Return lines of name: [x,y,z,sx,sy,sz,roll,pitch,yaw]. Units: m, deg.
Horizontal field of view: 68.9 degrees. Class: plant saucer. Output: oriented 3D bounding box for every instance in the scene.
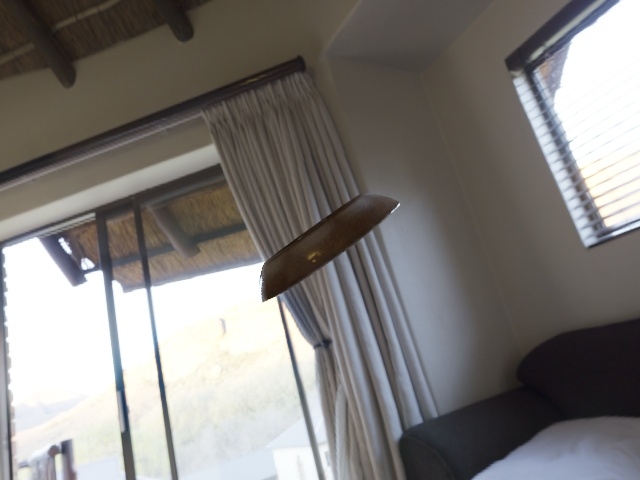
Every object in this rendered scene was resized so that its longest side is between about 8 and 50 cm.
plant saucer: [0.000,0.000,0.542,0.198,0.036,0.198,-36,4,3]
